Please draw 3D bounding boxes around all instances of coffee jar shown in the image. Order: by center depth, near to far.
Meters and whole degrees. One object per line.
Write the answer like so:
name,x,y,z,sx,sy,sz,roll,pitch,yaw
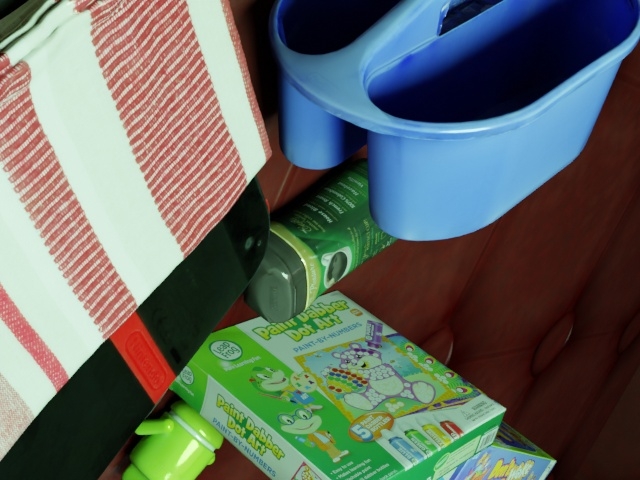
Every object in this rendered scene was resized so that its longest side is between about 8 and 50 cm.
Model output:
coffee jar,0.000,0.000,0.923,0.184,0.079,0.096,-36,146,-31

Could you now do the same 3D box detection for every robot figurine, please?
robot figurine,-0.144,0.209,0.931,0.115,0.067,0.101,-49,140,-11

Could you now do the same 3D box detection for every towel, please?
towel,-0.148,-0.029,0.570,0.329,0.037,0.237,-50,148,-29

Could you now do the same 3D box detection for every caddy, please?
caddy,0.112,-0.162,0.778,0.341,0.241,0.179,-35,149,-31

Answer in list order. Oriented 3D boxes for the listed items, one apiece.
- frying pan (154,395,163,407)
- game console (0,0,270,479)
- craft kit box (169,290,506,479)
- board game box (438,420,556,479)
frying pan,-0.218,0.097,0.755,0.197,0.053,0.326,-58,151,0
game console,-0.177,-0.005,0.634,0.342,0.060,0.387,-52,147,-26
craft kit box,0.018,0.158,0.935,0.250,0.246,0.061,-16,128,-47
board game box,0.145,0.234,1.188,0.078,0.233,0.347,-57,149,2
